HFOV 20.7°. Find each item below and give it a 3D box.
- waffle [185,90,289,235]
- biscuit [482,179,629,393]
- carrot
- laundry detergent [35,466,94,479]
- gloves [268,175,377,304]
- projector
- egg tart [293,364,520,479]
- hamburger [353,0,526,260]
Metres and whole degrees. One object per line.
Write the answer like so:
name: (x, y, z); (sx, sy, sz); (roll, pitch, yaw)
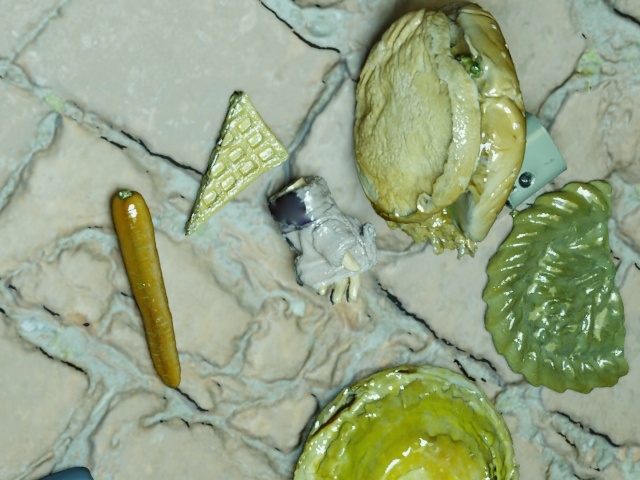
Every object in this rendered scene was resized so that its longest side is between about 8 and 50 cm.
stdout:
waffle: (-0.119, -0.085, 1.967); (0.152, 0.023, 0.097); (-40, 112, -4)
biscuit: (0.285, 0.071, 2.137); (0.187, 0.036, 0.274); (-15, 109, -14)
carrot: (-0.192, 0.056, 1.972); (0.043, 0.043, 0.248); (-16, 111, -13)
laundry detergent: (-0.348, 0.328, 1.986); (0.206, 0.061, 0.097); (-18, 118, -12)
gloves: (0.004, -0.006, 1.991); (0.094, 0.110, 0.144); (-44, 123, -50)
projector: (0.225, -0.096, 2.044); (0.082, 0.083, 0.083); (-36, 112, -6)
egg tart: (0.112, 0.292, 2.099); (0.294, 0.116, 0.295); (-5, 108, -16)
hamburger: (0.135, -0.120, 1.921); (0.146, 0.243, 0.286); (1, 93, -21)
